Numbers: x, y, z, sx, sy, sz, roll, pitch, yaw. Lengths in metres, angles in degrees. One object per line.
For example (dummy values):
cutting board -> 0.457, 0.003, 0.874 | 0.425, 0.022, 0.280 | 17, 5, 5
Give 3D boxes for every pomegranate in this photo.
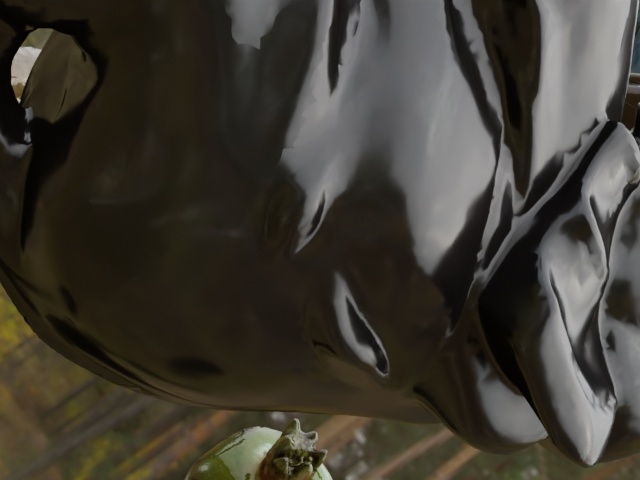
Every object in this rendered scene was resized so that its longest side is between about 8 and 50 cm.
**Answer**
pomegranate -> -0.053, 0.249, 1.499 | 0.159, 0.159, 0.205 | 52, -41, 18

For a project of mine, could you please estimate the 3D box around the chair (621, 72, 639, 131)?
chair -> 0.123, -0.023, 0.918 | 0.186, 0.319, 0.160 | 13, -63, 28

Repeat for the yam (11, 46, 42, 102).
yam -> -0.199, -0.095, 0.911 | 0.066, 0.066, 0.299 | 50, 18, 24

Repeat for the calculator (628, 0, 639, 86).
calculator -> 0.360, -0.199, 1.476 | 0.042, 0.302, 0.188 | 11, -84, 50

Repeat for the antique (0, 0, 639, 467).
antique -> 0.027, -0.051, 0.549 | 0.185, 0.322, 0.255 | -159, -106, -66
